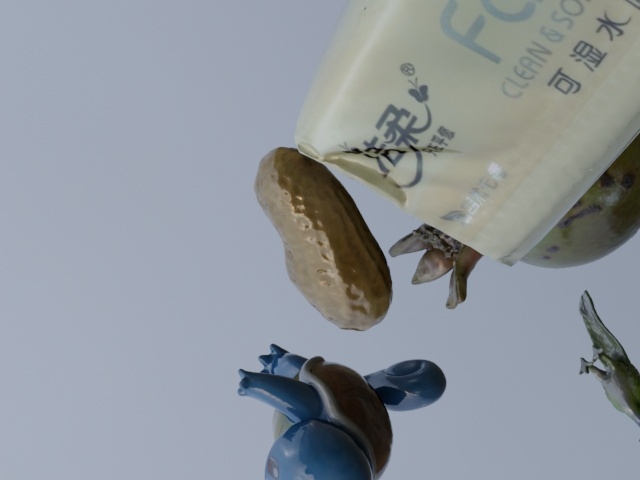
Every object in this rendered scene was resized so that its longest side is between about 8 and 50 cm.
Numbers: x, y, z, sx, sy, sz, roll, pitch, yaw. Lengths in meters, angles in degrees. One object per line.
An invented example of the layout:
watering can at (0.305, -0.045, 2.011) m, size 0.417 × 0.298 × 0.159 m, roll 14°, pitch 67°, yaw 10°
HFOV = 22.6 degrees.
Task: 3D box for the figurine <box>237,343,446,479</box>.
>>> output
figurine at (0.012, 0.281, 2.248) m, size 0.416 × 0.242 × 0.298 m, roll -39°, pitch -56°, yaw -60°

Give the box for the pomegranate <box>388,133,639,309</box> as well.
pomegranate at (0.221, -0.093, 1.833) m, size 0.291 × 0.323 × 0.291 m, roll 57°, pitch 163°, yaw 28°

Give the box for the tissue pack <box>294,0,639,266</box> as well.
tissue pack at (0.176, -0.231, 0.965) m, size 0.205 × 0.405 × 0.332 m, roll 28°, pitch -130°, yaw -3°

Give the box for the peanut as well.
peanut at (0.000, 0.000, 1.749) m, size 0.095 × 0.108 × 0.226 m, roll -44°, pitch -70°, yaw -48°

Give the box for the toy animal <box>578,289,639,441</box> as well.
toy animal at (0.296, 0.120, 1.685) m, size 0.075 × 0.041 × 0.217 m, roll 24°, pitch -150°, yaw -38°
